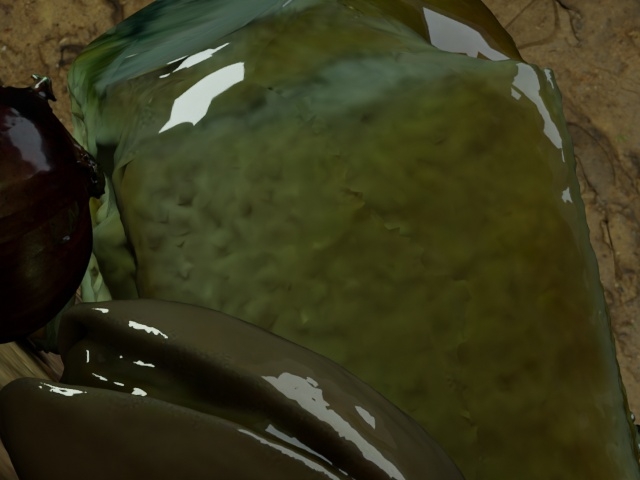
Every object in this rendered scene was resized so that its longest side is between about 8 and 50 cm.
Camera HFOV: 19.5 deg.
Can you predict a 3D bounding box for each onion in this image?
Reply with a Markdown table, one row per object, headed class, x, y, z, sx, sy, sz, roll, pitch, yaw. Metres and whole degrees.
| class | x | y | z | sx | sy | sz | roll | pitch | yaw |
| --- | --- | --- | --- | --- | --- | --- | --- | --- | --- |
| onion | -0.143 | -0.010 | 0.787 | 0.118 | 0.118 | 0.117 | 46 | 1 | 2 |

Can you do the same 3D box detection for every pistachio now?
| class | x | y | z | sx | sy | sz | roll | pitch | yaw |
| --- | --- | --- | --- | --- | --- | --- | --- | --- | --- |
| pistachio | -0.017 | 0.107 | 0.672 | 0.226 | 0.136 | 0.136 | 42 | -2 | -15 |

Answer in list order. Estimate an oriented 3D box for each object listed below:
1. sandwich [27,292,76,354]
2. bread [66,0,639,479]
| class | x | y | z | sx | sy | sz | roll | pitch | yaw |
| --- | --- | --- | --- | --- | --- | --- | --- | --- | --- |
| sandwich | -0.204 | -0.041 | 1.088 | 0.244 | 0.088 | 0.090 | 45 | -7 | 18 |
| bread | 0.001 | -0.002 | 0.892 | 0.395 | 0.239 | 0.264 | -138 | -148 | -72 |
